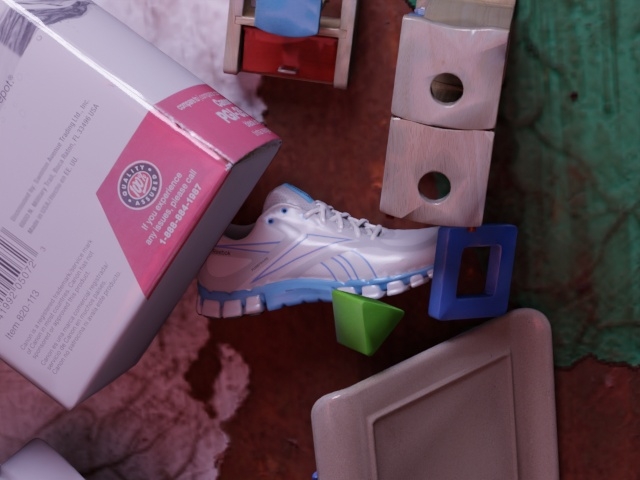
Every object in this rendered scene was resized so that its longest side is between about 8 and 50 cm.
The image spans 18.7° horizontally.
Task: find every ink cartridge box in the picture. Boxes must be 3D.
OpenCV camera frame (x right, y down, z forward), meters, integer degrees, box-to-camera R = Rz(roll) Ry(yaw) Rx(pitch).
[{"bbox_3d":[-0.202,-0.061,1.270,0.283,0.117,0.207,37,109,6],"label":"ink cartridge box"}]

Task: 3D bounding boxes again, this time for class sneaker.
[{"bbox_3d":[0.000,0.000,1.304,0.190,0.071,0.083,-9,100,11],"label":"sneaker"}]

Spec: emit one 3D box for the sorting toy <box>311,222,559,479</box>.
[{"bbox_3d":[0.075,0.153,1.304,0.047,0.196,0.348,19,122,49],"label":"sorting toy"}]

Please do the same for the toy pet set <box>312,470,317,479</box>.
[{"bbox_3d":[0.024,0.200,1.379,0.122,0.065,0.114,-1,142,12],"label":"toy pet set"}]

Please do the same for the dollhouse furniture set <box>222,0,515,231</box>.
[{"bbox_3d":[0.023,-0.096,1.236,0.183,0.129,0.129,8,108,5],"label":"dollhouse furniture set"}]

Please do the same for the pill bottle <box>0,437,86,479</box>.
[{"bbox_3d":[-0.272,0.297,1.318,0.334,0.188,0.188,-42,98,-14],"label":"pill bottle"}]
